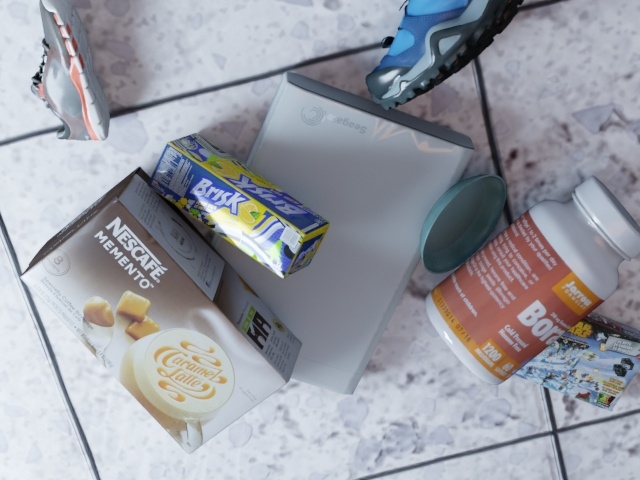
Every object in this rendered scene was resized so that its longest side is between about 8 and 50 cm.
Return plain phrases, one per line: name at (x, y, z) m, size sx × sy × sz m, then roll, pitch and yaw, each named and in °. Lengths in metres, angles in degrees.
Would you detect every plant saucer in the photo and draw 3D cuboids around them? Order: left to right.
plant saucer at (0.138, -0.021, 1.641) m, size 0.119 × 0.021 × 0.119 m, roll -33°, pitch 145°, yaw -27°

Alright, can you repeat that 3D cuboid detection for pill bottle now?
pill bottle at (0.221, 0.037, 1.650) m, size 0.216 × 0.121 × 0.121 m, roll -41°, pitch 114°, yaw 13°

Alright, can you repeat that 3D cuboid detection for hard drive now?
hard drive at (0.000, 0.000, 1.659) m, size 0.203 × 0.040 × 0.307 m, roll 19°, pitch 115°, yaw -14°

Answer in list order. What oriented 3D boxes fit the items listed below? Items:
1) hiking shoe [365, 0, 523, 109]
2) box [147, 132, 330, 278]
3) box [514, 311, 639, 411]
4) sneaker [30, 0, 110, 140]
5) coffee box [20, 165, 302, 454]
hiking shoe at (0.129, -0.256, 1.517) m, size 0.132 × 0.113 × 0.304 m, roll 45°, pitch 116°, yaw 8°
box at (-0.079, -0.035, 1.577) m, size 0.169 × 0.059 × 0.054 m, roll 35°, pitch 115°, yaw 15°
box at (0.275, 0.120, 1.753) m, size 0.137 × 0.027 × 0.094 m, roll 22°, pitch 115°, yaw -16°
sneaker at (-0.248, -0.158, 1.543) m, size 0.065 × 0.061 × 0.158 m, roll -10°, pitch 118°, yaw 7°
coffee box at (-0.154, 0.069, 1.613) m, size 0.141 × 0.098 × 0.246 m, roll -37°, pitch 103°, yaw 20°
